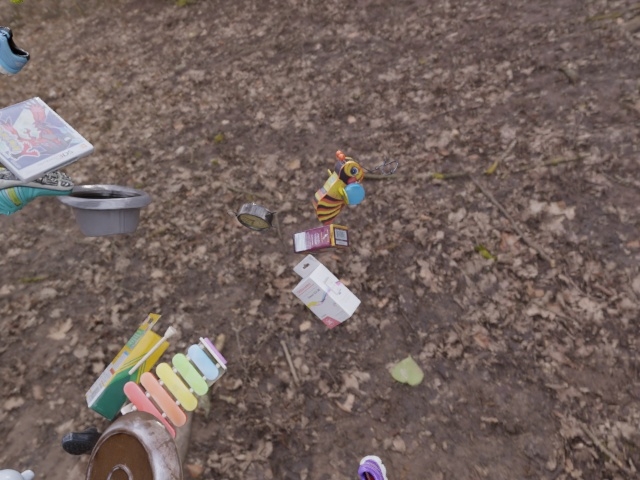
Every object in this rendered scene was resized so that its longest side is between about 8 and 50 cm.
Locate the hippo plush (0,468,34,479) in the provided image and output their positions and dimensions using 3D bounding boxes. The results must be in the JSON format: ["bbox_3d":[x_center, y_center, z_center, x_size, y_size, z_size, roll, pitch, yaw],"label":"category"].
[{"bbox_3d":[-0.789,0.676,1.250,0.236,0.234,0.294,41,105,33],"label":"hippo plush"}]

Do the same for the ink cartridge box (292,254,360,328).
[{"bbox_3d":[0.001,0.145,1.472,0.067,0.198,0.115,-48,3,-41],"label":"ink cartridge box"}]

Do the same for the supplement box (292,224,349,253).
[{"bbox_3d":[0.000,0.000,1.947,0.188,0.104,0.081,-12,77,35],"label":"supplement box"}]

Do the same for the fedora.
[{"bbox_3d":[-0.612,-0.079,1.490,0.275,0.124,0.243,14,17,38],"label":"fedora"}]

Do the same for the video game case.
[{"bbox_3d":[-0.666,-0.236,1.204,0.201,0.023,0.183,40,47,7],"label":"video game case"}]

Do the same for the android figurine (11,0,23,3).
[{"bbox_3d":[-0.842,-0.727,1.324,0.272,0.248,0.056,-4,46,36],"label":"android figurine"}]

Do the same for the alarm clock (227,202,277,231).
[{"bbox_3d":[-0.257,-0.091,1.931,0.191,0.129,0.064,7,64,14],"label":"alarm clock"}]

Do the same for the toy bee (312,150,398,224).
[{"bbox_3d":[0.072,-0.200,1.660,0.298,0.162,0.195,-51,32,-11],"label":"toy bee"}]

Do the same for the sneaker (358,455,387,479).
[{"bbox_3d":[0.127,0.557,1.130,0.068,0.170,0.071,-35,-8,23],"label":"sneaker"}]

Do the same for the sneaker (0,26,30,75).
[{"bbox_3d":[-0.626,-0.398,0.995,0.073,0.162,0.063,-24,48,11],"label":"sneaker"}]

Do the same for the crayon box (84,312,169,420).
[{"bbox_3d":[-0.592,0.385,1.642,0.323,0.083,0.203,-55,18,-20],"label":"crayon box"}]

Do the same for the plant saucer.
[{"bbox_3d":[-0.427,0.538,1.149,0.310,0.050,0.311,-9,73,31],"label":"plant saucer"}]

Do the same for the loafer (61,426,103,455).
[{"bbox_3d":[-0.727,0.623,1.630,0.076,0.223,0.078,-27,60,1],"label":"loafer"}]

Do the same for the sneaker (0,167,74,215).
[{"bbox_3d":[-0.739,-0.118,1.253,0.275,0.110,0.107,-6,33,-20],"label":"sneaker"}]

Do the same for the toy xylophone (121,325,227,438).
[{"bbox_3d":[-0.426,0.397,1.486,0.236,0.081,0.323,39,86,9],"label":"toy xylophone"}]
